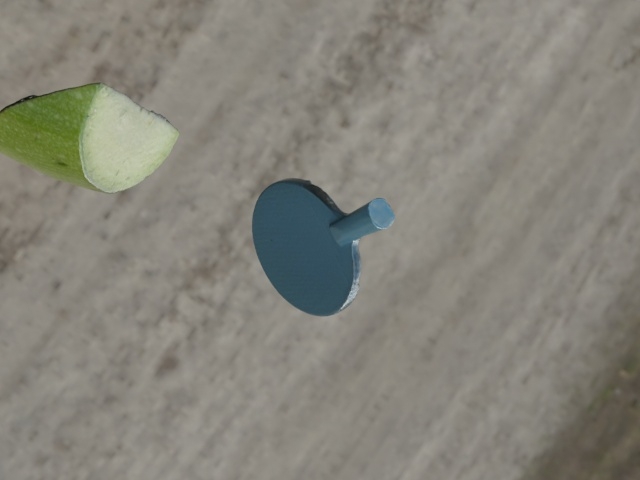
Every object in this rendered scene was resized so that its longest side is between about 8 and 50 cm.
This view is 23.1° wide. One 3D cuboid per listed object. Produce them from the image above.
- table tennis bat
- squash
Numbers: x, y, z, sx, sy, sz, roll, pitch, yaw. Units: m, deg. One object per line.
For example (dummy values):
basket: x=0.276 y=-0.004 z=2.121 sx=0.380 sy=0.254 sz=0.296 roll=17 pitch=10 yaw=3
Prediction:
table tennis bat: x=0.000 y=0.000 z=1.068 sx=0.019 sy=0.100 sz=0.155 roll=-25 pitch=179 yaw=-34
squash: x=-0.262 y=-0.086 z=1.671 sx=0.192 sy=0.184 sz=0.085 roll=31 pitch=48 yaw=-62
